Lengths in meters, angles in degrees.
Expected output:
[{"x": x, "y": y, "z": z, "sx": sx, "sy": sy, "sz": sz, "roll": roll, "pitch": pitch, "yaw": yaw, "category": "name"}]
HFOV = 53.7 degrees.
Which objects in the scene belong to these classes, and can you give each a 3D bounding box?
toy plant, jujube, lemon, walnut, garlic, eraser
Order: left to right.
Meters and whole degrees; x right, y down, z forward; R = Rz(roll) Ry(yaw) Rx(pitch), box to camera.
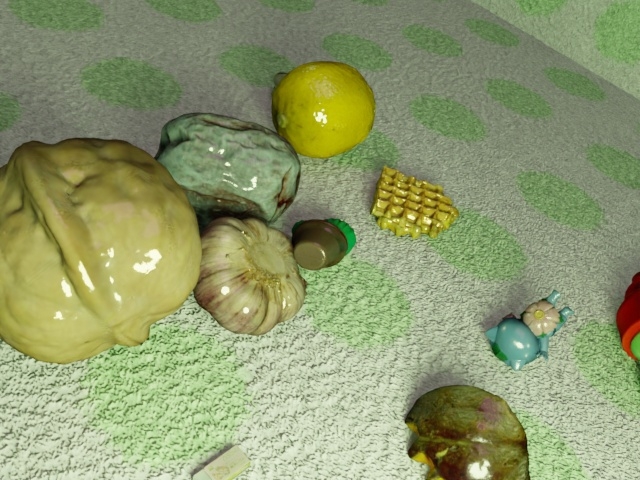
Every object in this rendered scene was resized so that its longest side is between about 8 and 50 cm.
[{"x": -0.377, "y": 0.006, "z": 1.010, "sx": 0.381, "sy": 0.381, "sz": 0.381, "roll": 12, "pitch": 40, "yaw": -10, "category": "walnut"}, {"x": -0.147, "y": 0.344, "z": 0.943, "sx": 0.038, "sy": 0.019, "sz": 0.083, "roll": 41, "pitch": 44, "yaw": 23, "category": "eraser"}, {"x": -0.190, "y": -0.145, "z": 1.317, "sx": 0.308, "sy": 0.246, "sz": 0.215, "roll": 16, "pitch": 50, "yaw": -18, "category": "jujube"}, {"x": -0.145, "y": 0.071, "z": 1.157, "sx": 0.245, "sy": 0.160, "sz": 0.245, "roll": 36, "pitch": 35, "yaw": -30, "category": "garlic"}, {"x": 0.000, "y": 0.000, "z": 1.350, "sx": 0.142, "sy": 0.105, "sz": 0.200, "roll": 11, "pitch": 19, "yaw": 12, "category": "toy plant"}, {"x": 0.013, "y": -0.338, "z": 1.631, "sx": 0.319, "sy": 0.245, "sz": 0.245, "roll": -21, "pitch": 54, "yaw": -39, "category": "lemon"}]

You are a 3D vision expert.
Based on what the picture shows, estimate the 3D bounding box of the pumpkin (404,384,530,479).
[{"x": 0.251, "y": 0.342, "z": 1.015, "sx": 0.254, "sy": 0.149, "sz": 0.130, "roll": 35, "pitch": 33, "yaw": 17, "category": "pumpkin"}]

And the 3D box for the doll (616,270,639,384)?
[{"x": 0.742, "y": 0.184, "z": 1.374, "sx": 0.160, "sy": 0.182, "sz": 0.363, "roll": 39, "pitch": 31, "yaw": -16, "category": "doll"}]

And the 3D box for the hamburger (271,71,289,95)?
[{"x": -0.076, "y": -0.440, "z": 1.857, "sx": 0.140, "sy": 0.062, "sz": 0.133, "roll": 18, "pitch": 38, "yaw": 2, "category": "hamburger"}]

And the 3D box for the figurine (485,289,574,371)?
[{"x": 0.428, "y": 0.183, "z": 1.290, "sx": 0.114, "sy": 0.178, "sz": 0.144, "roll": 50, "pitch": 5, "yaw": 9, "category": "figurine"}]

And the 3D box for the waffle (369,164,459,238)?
[{"x": 0.237, "y": -0.077, "z": 1.565, "sx": 0.219, "sy": 0.057, "sz": 0.229, "roll": 19, "pitch": 40, "yaw": -1, "category": "waffle"}]

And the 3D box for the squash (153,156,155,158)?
[{"x": -0.303, "y": -0.199, "z": 1.463, "sx": 0.080, "sy": 0.071, "sz": 0.318, "roll": -6, "pitch": 22, "yaw": 37, "category": "squash"}]
